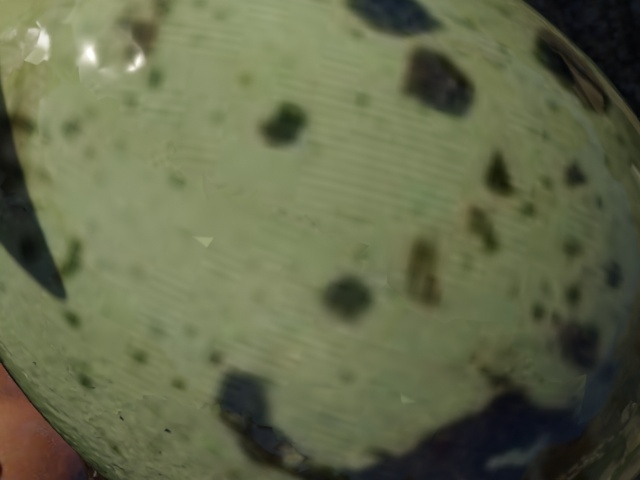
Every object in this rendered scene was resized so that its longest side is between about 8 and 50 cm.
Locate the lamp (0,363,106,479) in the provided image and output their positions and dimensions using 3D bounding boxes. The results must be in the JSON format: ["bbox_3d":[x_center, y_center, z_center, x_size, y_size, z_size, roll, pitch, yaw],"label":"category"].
[{"bbox_3d":[-0.290,0.177,0.971,0.305,0.239,0.305,1,54,-2],"label":"lamp"}]

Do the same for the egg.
[{"bbox_3d":[0.000,0.000,0.655,0.379,0.287,0.287,41,68,-14],"label":"egg"}]
